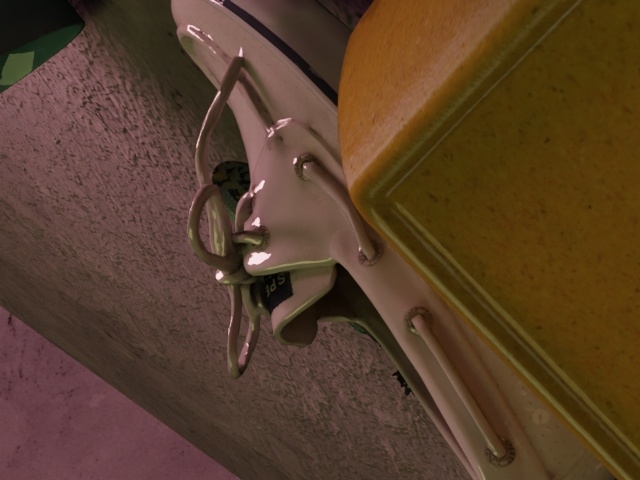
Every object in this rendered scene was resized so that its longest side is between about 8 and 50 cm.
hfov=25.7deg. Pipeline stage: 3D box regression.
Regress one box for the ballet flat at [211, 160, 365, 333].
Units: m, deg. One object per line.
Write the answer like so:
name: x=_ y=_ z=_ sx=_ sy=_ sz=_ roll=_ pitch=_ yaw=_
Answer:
ballet flat: x=-0.001 y=-0.005 z=1.095 sx=0.188 sy=0.070 sz=0.070 roll=41 pitch=162 yaw=-11

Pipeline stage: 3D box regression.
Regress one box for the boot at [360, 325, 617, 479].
boot: x=0.192 y=0.099 z=0.845 sx=0.445 sy=0.146 sz=0.367 roll=46 pitch=160 yaw=-6

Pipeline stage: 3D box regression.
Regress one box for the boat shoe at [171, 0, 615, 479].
boat shoe: x=0.003 y=0.004 z=0.711 sx=0.367 sy=0.156 sz=0.136 roll=49 pitch=176 yaw=22

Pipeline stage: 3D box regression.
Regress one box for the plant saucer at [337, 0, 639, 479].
plant saucer: x=0.146 y=0.008 z=0.441 sx=0.333 sy=0.081 sz=0.333 roll=47 pitch=156 yaw=2

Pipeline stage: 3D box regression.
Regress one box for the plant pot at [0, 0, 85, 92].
plant pot: x=-0.358 y=-0.182 z=1.022 sx=0.235 sy=0.293 sz=0.293 roll=58 pitch=160 yaw=-6
